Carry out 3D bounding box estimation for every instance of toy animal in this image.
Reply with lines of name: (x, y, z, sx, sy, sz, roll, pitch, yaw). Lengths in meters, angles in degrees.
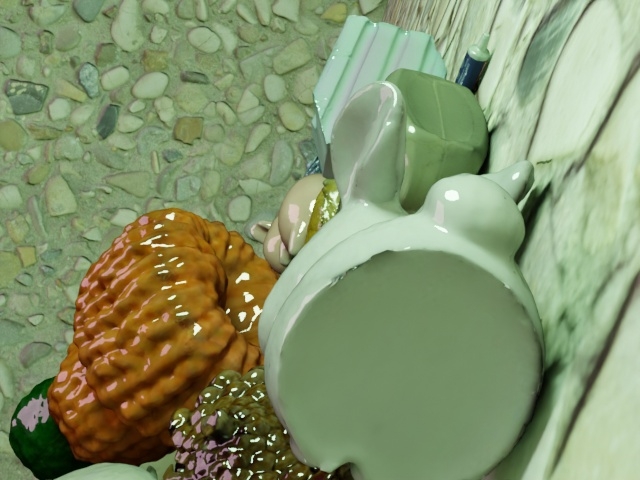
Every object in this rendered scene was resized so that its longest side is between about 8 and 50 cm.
toy animal: (0.042, 0.026, 0.412, 0.193, 0.127, 0.178, -77, 8, -69)
toy animal: (-0.007, -0.010, 1.147, 0.154, 0.166, 0.250, -63, 7, -18)

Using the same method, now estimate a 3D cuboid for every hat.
hat: (-0.229, 0.153, 0.904, 0.400, 0.285, 0.285, -33, 13, 11)

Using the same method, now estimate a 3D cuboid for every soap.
soap: (0.066, -0.157, 0.953, 0.091, 0.145, 0.230, 97, -168, -55)

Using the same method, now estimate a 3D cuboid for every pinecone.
pinecone: (-0.042, 0.199, 0.590, 0.179, 0.150, 0.195, 42, 116, 55)

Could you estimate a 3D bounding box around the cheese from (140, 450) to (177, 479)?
cheese: (-0.232, 0.333, 1.370, 0.153, 0.332, 0.292, -29, 10, -3)

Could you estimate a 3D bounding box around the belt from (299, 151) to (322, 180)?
belt: (0.009, -0.043, 1.400, 0.128, 0.122, 0.218, -118, 39, -83)

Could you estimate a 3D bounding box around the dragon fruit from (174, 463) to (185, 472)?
dragon fruit: (-0.091, 0.313, 0.804, 0.160, 0.166, 0.172, 43, -146, -52)

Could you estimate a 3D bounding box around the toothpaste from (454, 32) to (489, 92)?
toothpaste: (0.131, -0.135, 0.747, 0.037, 0.021, 0.140, -76, 4, -47)

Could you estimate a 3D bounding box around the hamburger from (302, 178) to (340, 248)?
hamburger: (0.032, 0.023, 0.852, 0.185, 0.113, 0.177, -64, -10, -49)

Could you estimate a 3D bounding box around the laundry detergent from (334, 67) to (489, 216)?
laundry detergent: (0.056, -0.006, 0.675, 0.181, 0.091, 0.253, -88, 16, -57)

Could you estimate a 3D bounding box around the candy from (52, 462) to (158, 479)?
candy: (-0.219, 0.440, 0.706, 0.386, 0.186, 0.427, -56, 47, 28)
